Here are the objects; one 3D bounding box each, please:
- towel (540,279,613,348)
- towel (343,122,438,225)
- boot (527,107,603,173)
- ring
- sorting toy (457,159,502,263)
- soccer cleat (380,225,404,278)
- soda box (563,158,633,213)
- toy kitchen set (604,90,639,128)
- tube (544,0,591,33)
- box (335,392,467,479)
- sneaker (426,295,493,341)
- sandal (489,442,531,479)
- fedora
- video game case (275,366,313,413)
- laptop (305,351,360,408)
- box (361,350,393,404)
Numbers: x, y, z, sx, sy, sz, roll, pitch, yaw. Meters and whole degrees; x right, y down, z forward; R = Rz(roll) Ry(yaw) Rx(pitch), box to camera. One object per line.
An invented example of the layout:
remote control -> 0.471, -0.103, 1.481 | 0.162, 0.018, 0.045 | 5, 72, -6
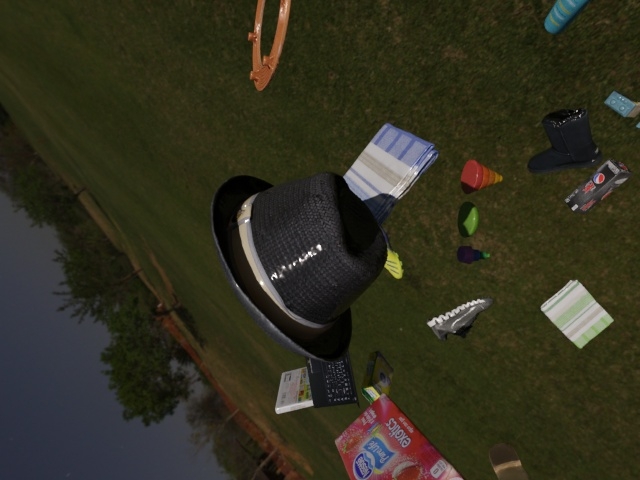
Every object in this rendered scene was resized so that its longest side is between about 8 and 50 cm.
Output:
towel -> 0.642, 0.185, 1.004 | 0.152, 0.113, 0.023 | 45, -171, -7
towel -> 0.108, -0.113, 0.871 | 0.034, 0.285, 0.209 | 30, -167, -33
boot -> 0.788, -0.335, 1.343 | 0.207, 0.094, 0.247 | 49, 159, -24
ring -> -0.133, -0.543, 0.978 | 0.337, 0.032, 0.336 | -178, 90, -68
sorting toy -> 0.567, -0.096, 1.406 | 0.127, 0.126, 0.365 | -129, 41, -81
soccer cleat -> 0.288, 0.065, 1.838 | 0.289, 0.121, 0.093 | 61, 173, -21
soda box -> 0.805, -0.154, 1.165 | 0.169, 0.060, 0.053 | 120, 146, -43
toy kitchen set -> 0.906, -0.420, 1.079 | 0.207, 0.122, 0.166 | -64, 36, 41
tube -> 0.536, -0.513, 0.834 | 0.080, 0.052, 0.207 | 54, -175, 8
box -> 0.125, 0.342, 0.568 | 0.128, 0.123, 0.257 | 49, 172, -5
sneaker -> 0.487, 0.272, 1.358 | 0.078, 0.234, 0.106 | 17, -134, -63
sandal -> 0.418, 0.545, 0.842 | 0.079, 0.088, 0.240 | 65, -163, -9
fedora -> 0.000, 0.000, 0.583 | 0.334, 0.153, 0.334 | 46, -157, -25
video game case -> -0.052, 0.536, 1.475 | 0.227, 0.207, 0.026 | -85, -21, -76
laptop -> 0.018, 0.346, 1.116 | 0.264, 0.137, 0.234 | -24, 68, 36
box -> 0.191, 0.471, 1.339 | 0.043, 0.179, 0.105 | -27, 109, 32
